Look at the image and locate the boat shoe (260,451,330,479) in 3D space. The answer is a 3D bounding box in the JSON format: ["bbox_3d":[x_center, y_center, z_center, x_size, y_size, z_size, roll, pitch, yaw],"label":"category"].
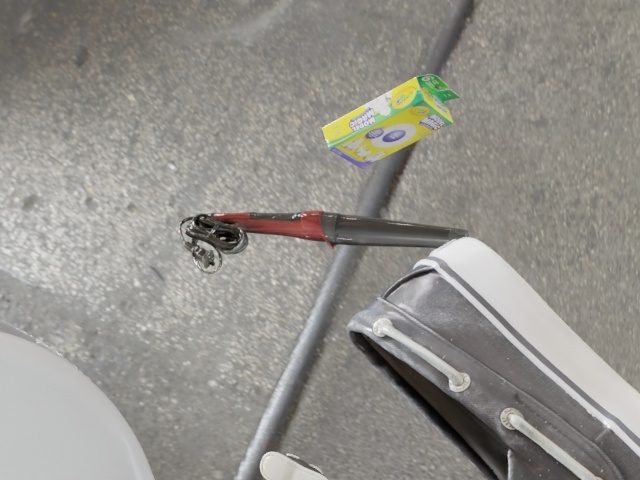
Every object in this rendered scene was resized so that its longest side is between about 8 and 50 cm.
[{"bbox_3d":[-0.012,0.277,1.104,0.125,0.038,0.046,22,93,32],"label":"boat shoe"}]

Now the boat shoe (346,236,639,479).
[{"bbox_3d":[0.126,0.124,0.494,0.102,0.108,0.301,-33,61,-16],"label":"boat shoe"}]

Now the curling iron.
[{"bbox_3d":[0.000,0.000,0.916,0.273,0.035,0.068,0,55,9],"label":"curling iron"}]

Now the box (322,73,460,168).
[{"bbox_3d":[0.105,-0.167,1.380,0.179,0.105,0.043,-28,65,23],"label":"box"}]

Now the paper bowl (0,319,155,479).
[{"bbox_3d":[-0.196,0.159,0.509,0.148,0.284,0.284,-37,63,31],"label":"paper bowl"}]
